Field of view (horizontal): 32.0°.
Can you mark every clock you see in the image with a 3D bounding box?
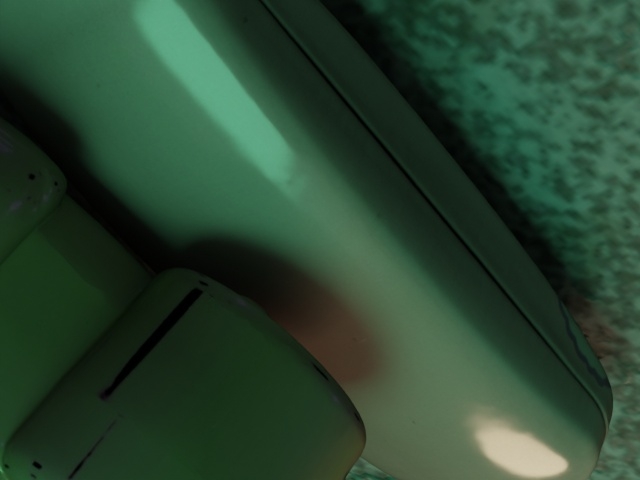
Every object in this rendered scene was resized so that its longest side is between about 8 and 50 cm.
[{"bbox_3d":[-0.149,0.035,0.454,0.309,0.114,0.284,40,160,-1],"label":"clock"}]

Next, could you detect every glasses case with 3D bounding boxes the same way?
[{"bbox_3d":[0.000,0.000,0.415,0.113,0.075,0.297,-16,125,43],"label":"glasses case"}]
